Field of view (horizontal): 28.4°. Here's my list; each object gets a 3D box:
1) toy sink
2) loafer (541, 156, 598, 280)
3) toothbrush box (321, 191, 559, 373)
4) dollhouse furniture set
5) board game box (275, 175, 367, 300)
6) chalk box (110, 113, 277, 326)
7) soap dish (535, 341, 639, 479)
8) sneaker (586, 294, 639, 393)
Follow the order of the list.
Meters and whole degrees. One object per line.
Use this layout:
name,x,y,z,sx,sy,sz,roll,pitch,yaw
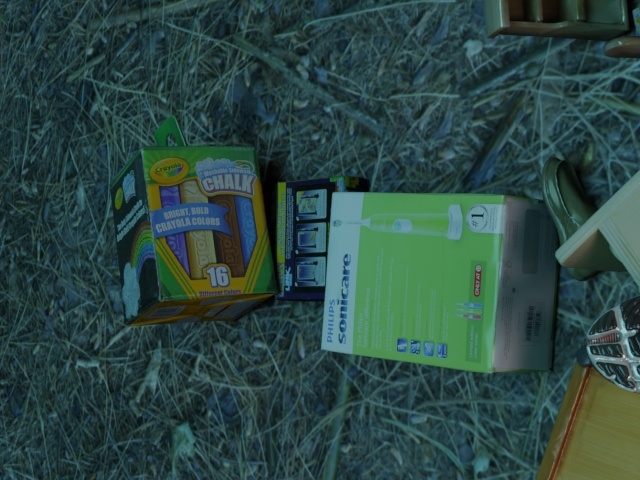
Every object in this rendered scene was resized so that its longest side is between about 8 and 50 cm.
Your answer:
toy sink,0.385,-0.004,1.288,0.234,0.153,0.131,-48,55,31
loafer,0.297,-0.029,1.452,0.050,0.056,0.148,-23,80,42
toothbrush box,0.143,0.047,1.552,0.283,0.122,0.206,2,88,45
dollhouse furniture set,0.295,-0.297,1.336,0.242,0.161,0.212,152,116,-70
board game box,0.000,0.000,1.757,0.141,0.048,0.170,-2,85,48
chalk box,-0.193,-0.035,1.838,0.180,0.179,0.289,147,118,-61
soap dish,0.359,0.231,1.284,0.291,0.118,0.229,15,83,47
sneaker,0.387,0.101,1.213,0.118,0.279,0.107,102,160,-73
